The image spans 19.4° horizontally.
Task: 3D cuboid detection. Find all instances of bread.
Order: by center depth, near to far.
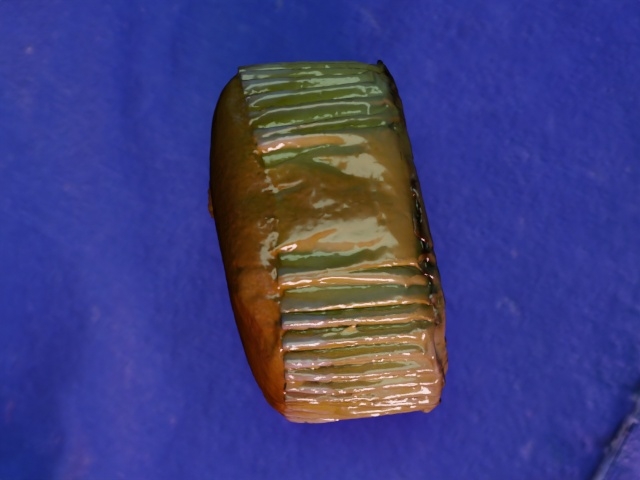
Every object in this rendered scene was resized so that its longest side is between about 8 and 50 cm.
[{"bbox_3d":[0.000,0.000,0.975,0.114,0.132,0.190,-6,69,-1],"label":"bread"}]
